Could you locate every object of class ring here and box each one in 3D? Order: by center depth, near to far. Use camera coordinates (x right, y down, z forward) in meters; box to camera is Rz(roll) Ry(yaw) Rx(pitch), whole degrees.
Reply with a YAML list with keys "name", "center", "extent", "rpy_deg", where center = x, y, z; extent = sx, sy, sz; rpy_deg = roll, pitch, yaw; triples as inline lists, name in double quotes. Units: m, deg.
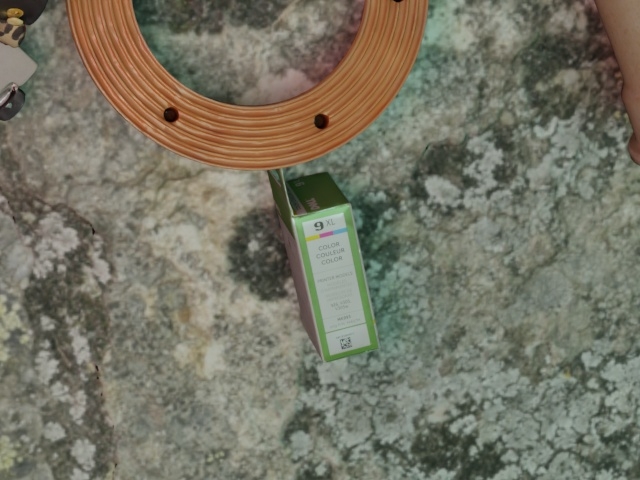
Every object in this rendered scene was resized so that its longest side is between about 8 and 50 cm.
- name: "ring"
  center: [-0.066, -0.231, 1.809]
  extent: [0.336, 0.032, 0.337]
  rpy_deg: [0, 90, -12]

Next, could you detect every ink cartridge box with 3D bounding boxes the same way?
- name: "ink cartridge box"
  center: [0.000, 0.000, 1.901]
  extent: [0.062, 0.109, 0.209]
  rpy_deg: [-15, 110, -6]

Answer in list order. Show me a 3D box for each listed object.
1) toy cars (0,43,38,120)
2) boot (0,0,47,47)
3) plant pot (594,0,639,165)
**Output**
- name: "toy cars"
  center: [-0.341, -0.225, 1.773]
  extent: [0.176, 0.087, 0.394]
  rpy_deg: [0, 113, -22]
- name: "boot"
  center: [-0.380, -0.207, 1.639]
  extent: [0.284, 0.138, 0.377]
  rpy_deg: [10, 104, -27]
- name: "plant pot"
  center: [0.361, -0.281, 1.789]
  extent: [0.333, 0.334, 0.305]
  rpy_deg: [-30, 101, 0]
